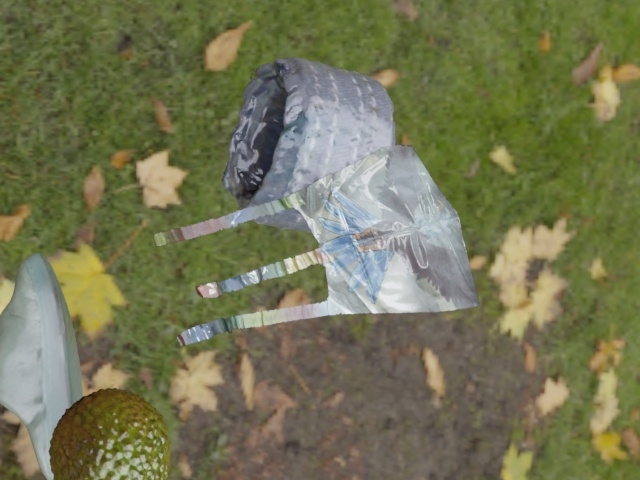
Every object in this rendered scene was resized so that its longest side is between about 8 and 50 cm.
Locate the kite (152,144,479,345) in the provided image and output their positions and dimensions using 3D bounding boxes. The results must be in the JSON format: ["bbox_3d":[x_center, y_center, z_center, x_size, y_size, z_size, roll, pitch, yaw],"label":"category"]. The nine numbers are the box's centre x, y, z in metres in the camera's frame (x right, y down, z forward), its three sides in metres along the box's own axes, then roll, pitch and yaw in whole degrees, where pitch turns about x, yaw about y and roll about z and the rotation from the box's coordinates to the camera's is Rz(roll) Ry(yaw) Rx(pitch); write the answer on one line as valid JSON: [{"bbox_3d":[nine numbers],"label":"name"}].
[{"bbox_3d":[-0.001,0.001,1.031,0.310,0.015,0.169,-8,72,-31],"label":"kite"}]

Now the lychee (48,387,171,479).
[{"bbox_3d":[-0.195,0.195,1.083,0.114,0.146,0.114,-10,120,-17],"label":"lychee"}]

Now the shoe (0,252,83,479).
[{"bbox_3d":[-0.305,0.141,1.237,0.103,0.100,0.251,102,-24,-78],"label":"shoe"}]

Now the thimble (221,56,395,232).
[{"bbox_3d":[-0.019,-0.128,1.600,0.172,0.205,0.236,10,128,-25],"label":"thimble"}]
